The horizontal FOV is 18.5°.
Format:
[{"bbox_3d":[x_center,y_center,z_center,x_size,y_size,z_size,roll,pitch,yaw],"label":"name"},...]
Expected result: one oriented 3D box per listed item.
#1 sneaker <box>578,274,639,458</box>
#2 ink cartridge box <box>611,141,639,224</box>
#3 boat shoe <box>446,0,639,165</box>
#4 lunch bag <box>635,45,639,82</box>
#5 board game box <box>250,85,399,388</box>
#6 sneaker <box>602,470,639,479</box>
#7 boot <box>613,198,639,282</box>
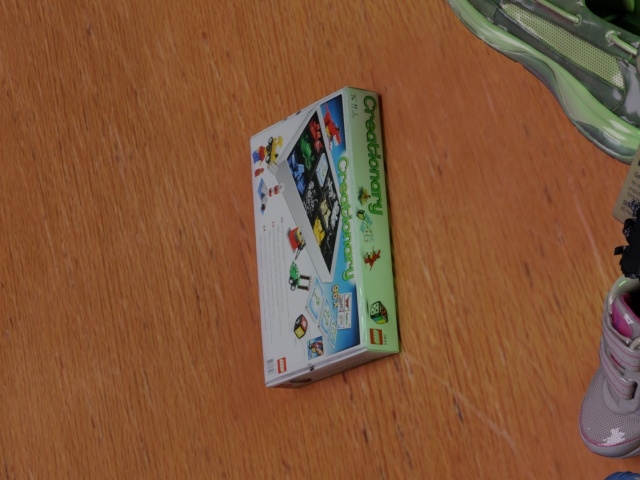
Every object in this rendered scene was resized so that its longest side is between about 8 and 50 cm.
[{"bbox_3d":[0.292,0.088,1.778,0.103,0.111,0.252,50,122,45],"label":"sneaker"},{"bbox_3d":[0.384,-0.005,1.572,0.193,0.234,0.088,38,114,49],"label":"ink cartridge box"},{"bbox_3d":[0.246,-0.206,1.836,0.355,0.132,0.130,48,118,34],"label":"boat shoe"},{"bbox_3d":[0.402,-0.131,1.323,0.256,0.305,0.213,-54,47,33],"label":"lunch bag"},{"bbox_3d":[0.000,0.000,2.231,0.193,0.053,0.305,-23,65,49],"label":"board game box"},{"bbox_3d":[0.254,0.290,1.822,0.091,0.126,0.240,58,158,24],"label":"sneaker"},{"bbox_3d":[0.275,-0.009,1.485,0.121,0.045,0.099,26,102,60],"label":"boot"}]
